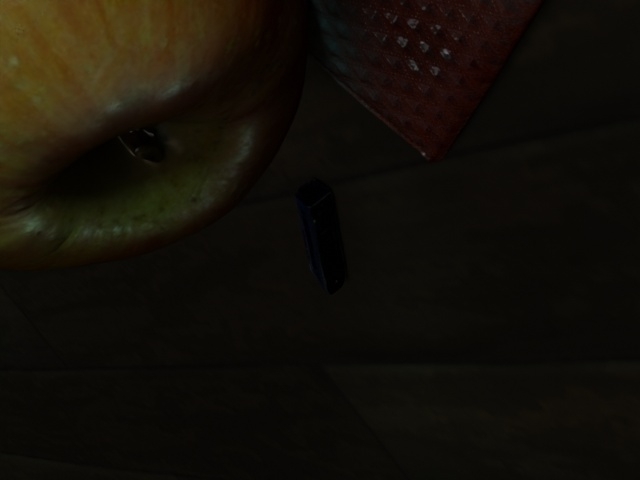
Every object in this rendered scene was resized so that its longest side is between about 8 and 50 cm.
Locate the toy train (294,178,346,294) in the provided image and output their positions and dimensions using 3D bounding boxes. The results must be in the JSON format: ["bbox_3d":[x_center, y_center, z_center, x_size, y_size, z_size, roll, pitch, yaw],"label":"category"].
[{"bbox_3d":[0.000,0.000,1.001,0.017,0.017,0.083,37,155,30],"label":"toy train"}]

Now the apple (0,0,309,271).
[{"bbox_3d":[-0.128,-0.117,0.788,0.241,0.242,0.242,61,164,24],"label":"apple"}]

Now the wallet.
[{"bbox_3d":[0.037,-0.103,0.762,0.103,0.020,0.196,45,157,7],"label":"wallet"}]
